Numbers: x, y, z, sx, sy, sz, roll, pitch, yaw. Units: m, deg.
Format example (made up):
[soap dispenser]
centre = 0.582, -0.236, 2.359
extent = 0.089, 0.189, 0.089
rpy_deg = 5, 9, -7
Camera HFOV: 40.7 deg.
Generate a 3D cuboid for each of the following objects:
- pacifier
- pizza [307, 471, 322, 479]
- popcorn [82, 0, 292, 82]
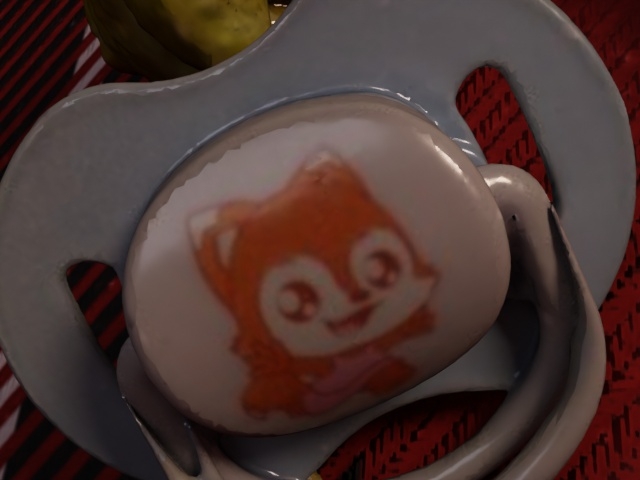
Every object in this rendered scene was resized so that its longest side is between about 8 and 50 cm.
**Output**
[pacifier]
centre = 0.000, 0.000, 0.436
extent = 0.299, 0.244, 0.233
rpy_deg = -24, 20, 5
[pizza]
centre = -0.020, 0.158, 0.439
extent = 0.123, 0.026, 0.108
rpy_deg = -21, 51, 24
[popcorn]
centre = -0.024, -0.193, 0.523
extent = 0.250, 0.235, 0.242
rpy_deg = -45, 28, -13
